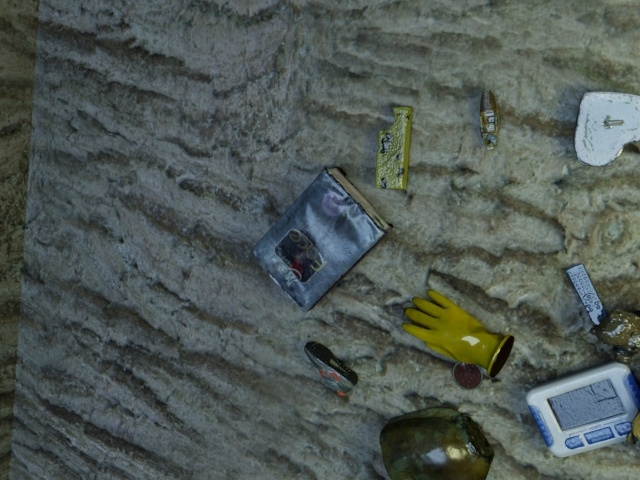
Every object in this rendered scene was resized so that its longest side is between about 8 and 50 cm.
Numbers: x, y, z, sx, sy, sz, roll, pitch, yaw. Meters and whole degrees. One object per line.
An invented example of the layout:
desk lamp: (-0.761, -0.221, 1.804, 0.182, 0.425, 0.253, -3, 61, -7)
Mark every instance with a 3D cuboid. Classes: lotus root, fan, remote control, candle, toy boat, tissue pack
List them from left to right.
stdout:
tissue pack: (0.000, 0.000, 1.692, 0.361, 0.122, 0.259, -45, 78, 22)
lotus root: (0.324, 0.599, 1.578, 0.260, 0.149, 0.267, -26, 87, 29)
fan: (0.386, 0.342, 1.591, 0.085, 0.005, 0.133, -29, 83, 28)
toy boat: (0.421, -0.300, 1.472, 0.047, 0.049, 0.149, -3, 95, 27)
remote control: (0.645, 0.133, 1.418, 0.043, 0.027, 0.153, -28, 81, 34)
candle: (0.653, -0.270, 1.342, 0.192, 0.068, 0.169, -37, 82, 25)

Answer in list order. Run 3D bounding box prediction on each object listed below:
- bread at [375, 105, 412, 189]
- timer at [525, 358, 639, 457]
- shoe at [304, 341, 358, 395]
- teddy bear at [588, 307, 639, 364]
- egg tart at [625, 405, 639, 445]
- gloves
bread: (0.198, -0.251, 1.596, 0.088, 0.049, 0.226, 6, 98, 27)
timer: (0.647, 0.404, 1.420, 0.253, 0.078, 0.178, -27, 81, 26)
shoe: (0.019, 0.385, 1.756, 0.194, 0.074, 0.077, 36, 116, 17)
teddy bear: (0.734, 0.212, 1.318, 0.251, 0.129, 0.182, 16, 119, -4)
egg tart: (0.792, 0.365, 1.259, 0.296, 0.132, 0.297, -2, 121, -4)
gloves: (0.349, 0.236, 1.558, 0.294, 0.116, 0.133, 27, 77, 31)
